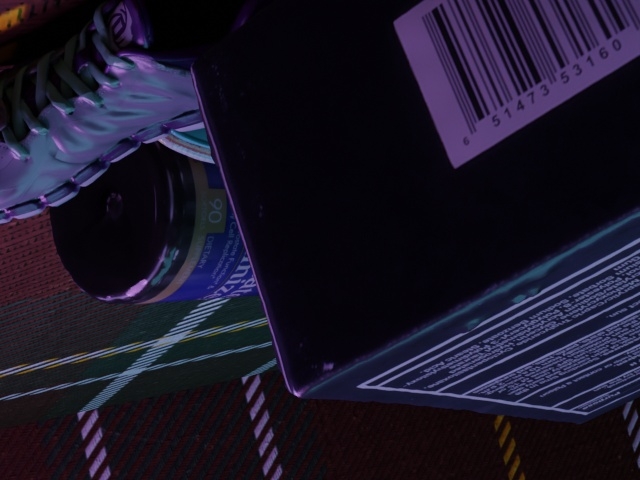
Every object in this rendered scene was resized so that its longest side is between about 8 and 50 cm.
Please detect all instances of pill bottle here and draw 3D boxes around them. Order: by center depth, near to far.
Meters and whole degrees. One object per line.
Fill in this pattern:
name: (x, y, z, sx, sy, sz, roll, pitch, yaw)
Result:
pill bottle: (-0.060, -0.022, 0.784, 0.123, 0.122, 0.219, -23, 166, 38)

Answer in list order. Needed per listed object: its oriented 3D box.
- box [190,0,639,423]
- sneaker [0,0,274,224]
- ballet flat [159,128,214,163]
box: (0.153, -0.053, 0.554, 0.296, 0.182, 0.294, -31, 153, 26)
sneaker: (-0.115, -0.083, 0.569, 0.224, 0.083, 0.098, -24, 158, -4)
ballet flat: (-0.004, -0.087, 0.691, 0.222, 0.076, 0.079, -11, -172, -19)
